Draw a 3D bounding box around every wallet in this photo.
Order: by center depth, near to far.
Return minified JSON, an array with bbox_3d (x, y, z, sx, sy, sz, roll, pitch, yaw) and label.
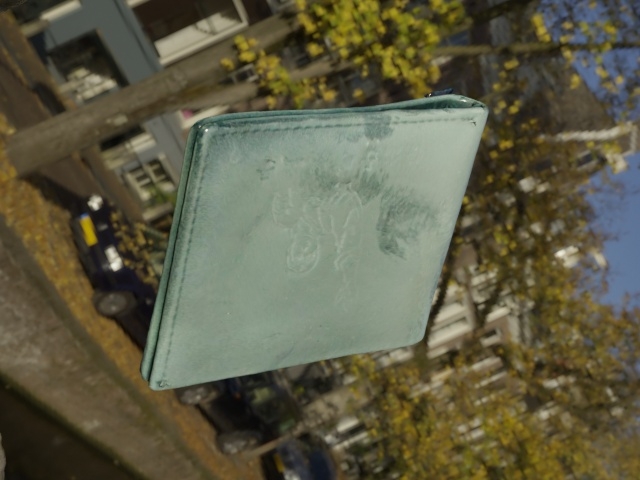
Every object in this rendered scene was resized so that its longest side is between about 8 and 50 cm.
[{"bbox_3d":[0.000,-0.001,0.809,0.054,0.290,0.251,45,-50,43],"label":"wallet"}]

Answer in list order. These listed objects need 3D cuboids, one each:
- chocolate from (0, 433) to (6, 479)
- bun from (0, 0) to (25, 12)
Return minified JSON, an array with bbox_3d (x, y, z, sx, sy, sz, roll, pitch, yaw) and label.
[{"bbox_3d":[-0.278,0.002,0.399,0.303,0.303,0.213,65,11,-51],"label":"chocolate"},{"bbox_3d":[-0.321,-0.272,0.780,0.231,0.133,0.231,23,-36,18],"label":"bun"}]
